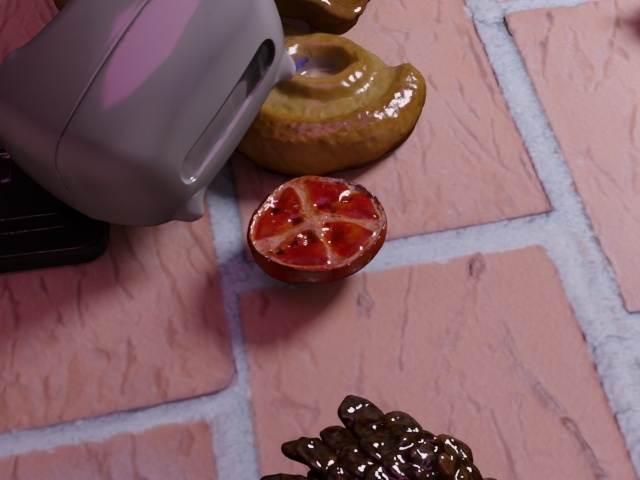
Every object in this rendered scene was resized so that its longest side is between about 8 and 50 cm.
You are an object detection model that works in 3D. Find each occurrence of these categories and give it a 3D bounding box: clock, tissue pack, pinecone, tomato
[{"bbox_3d":[-0.396,-0.074,1.380,0.279,0.049,0.273,-8,49,-1],"label":"clock"},{"bbox_3d":[-0.187,-0.183,1.270,0.236,0.229,0.333,27,74,15],"label":"tissue pack"},{"bbox_3d":[0.041,0.252,0.956,0.229,0.201,0.202,3,13,-39],"label":"pinecone"},{"bbox_3d":[0.000,0.000,1.263,0.156,0.069,0.155,-4,45,4],"label":"tomato"}]

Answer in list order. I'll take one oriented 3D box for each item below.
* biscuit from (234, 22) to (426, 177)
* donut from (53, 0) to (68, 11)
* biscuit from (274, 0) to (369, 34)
[{"bbox_3d":[-0.017,-0.176,1.407,0.274,0.091,0.213,20,51,19],"label":"biscuit"},{"bbox_3d":[-0.253,-0.384,1.538,0.261,0.208,0.128,15,51,12],"label":"donut"},{"bbox_3d":[-0.041,-0.439,1.552,0.359,0.074,0.381,50,42,5],"label":"biscuit"}]
